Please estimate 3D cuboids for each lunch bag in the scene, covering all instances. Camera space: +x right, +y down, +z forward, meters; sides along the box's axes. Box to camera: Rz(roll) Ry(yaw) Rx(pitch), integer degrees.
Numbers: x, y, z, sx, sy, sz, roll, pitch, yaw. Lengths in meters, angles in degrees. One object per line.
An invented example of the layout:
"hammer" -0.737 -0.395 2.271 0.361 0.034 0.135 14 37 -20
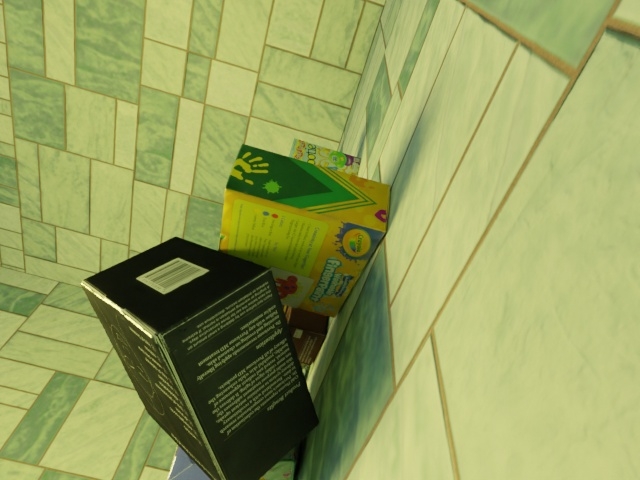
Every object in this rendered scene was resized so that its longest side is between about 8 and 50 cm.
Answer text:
"lunch bag" -0.143 0.631 1.382 0.223 0.160 0.262 -89 4 -60

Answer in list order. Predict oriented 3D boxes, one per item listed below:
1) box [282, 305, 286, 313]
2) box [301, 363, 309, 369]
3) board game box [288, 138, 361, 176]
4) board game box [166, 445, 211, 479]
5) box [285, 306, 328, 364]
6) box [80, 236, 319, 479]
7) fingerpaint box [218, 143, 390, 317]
"box" -0.136 0.139 1.718 0.257 0.080 0.321 -96 22 -72
"box" -0.075 0.441 1.743 0.169 0.059 0.054 125 158 -75
"board game box" 0.002 -0.275 1.891 0.144 0.276 0.142 116 169 -62
"board game box" -0.356 0.810 1.609 0.291 0.232 0.141 86 -170 -47
"box" -0.045 0.220 1.681 0.381 0.143 0.191 -77 6 -47
"box" -0.307 0.286 1.211 0.297 0.480 0.471 -30 -61 -34
"fingerpaint box" -0.068 -0.002 1.248 0.444 0.371 0.163 111 172 -53
